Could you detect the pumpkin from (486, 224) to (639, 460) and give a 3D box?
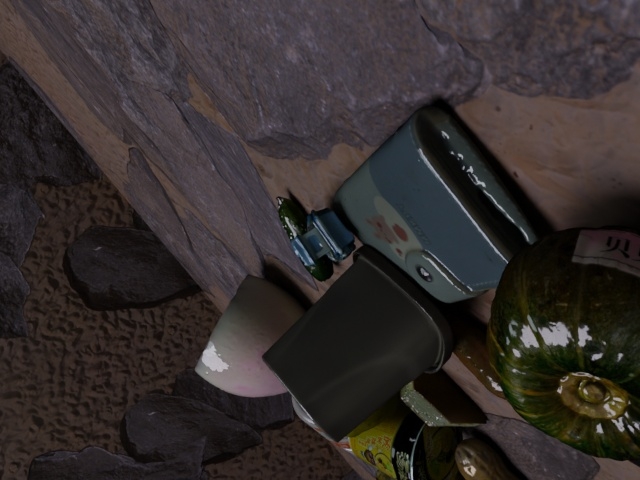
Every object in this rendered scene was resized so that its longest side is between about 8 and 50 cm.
[{"bbox_3d":[0.296,0.097,0.562,0.260,0.189,0.260,19,135,20],"label":"pumpkin"}]

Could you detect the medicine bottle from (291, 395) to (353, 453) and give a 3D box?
[{"bbox_3d":[0.078,0.507,1.662,0.211,0.211,0.371,30,163,40],"label":"medicine bottle"}]

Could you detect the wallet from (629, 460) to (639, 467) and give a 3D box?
[{"bbox_3d":[0.446,0.278,0.780,0.250,0.044,0.149,30,158,40],"label":"wallet"}]

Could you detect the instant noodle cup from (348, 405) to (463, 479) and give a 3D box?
[{"bbox_3d":[0.204,0.500,1.379,0.236,0.215,0.215,4,134,46],"label":"instant noodle cup"}]

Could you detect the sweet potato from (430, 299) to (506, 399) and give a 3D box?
[{"bbox_3d":[0.242,0.169,0.949,0.273,0.075,0.075,41,160,35],"label":"sweet potato"}]

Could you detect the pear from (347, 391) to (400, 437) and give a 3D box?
[{"bbox_3d":[0.060,0.307,1.326,0.253,0.253,0.307,115,139,-69],"label":"pear"}]

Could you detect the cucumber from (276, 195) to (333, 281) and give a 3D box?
[{"bbox_3d":[-0.035,-0.004,1.214,0.069,0.069,0.227,12,136,59],"label":"cucumber"}]

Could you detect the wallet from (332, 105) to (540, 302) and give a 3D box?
[{"bbox_3d":[0.142,-0.019,0.794,0.252,0.083,0.360,53,162,1],"label":"wallet"}]

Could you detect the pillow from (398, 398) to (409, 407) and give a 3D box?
[{"bbox_3d":[0.183,0.416,1.534,0.254,0.078,0.144,54,169,-16],"label":"pillow"}]

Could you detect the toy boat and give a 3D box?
[{"bbox_3d":[0.000,0.000,1.007,0.109,0.098,0.238,54,-179,-1],"label":"toy boat"}]

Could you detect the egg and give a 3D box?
[{"bbox_3d":[-0.161,0.323,1.702,0.340,0.354,0.354,29,160,-3],"label":"egg"}]

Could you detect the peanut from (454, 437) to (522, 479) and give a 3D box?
[{"bbox_3d":[0.418,0.571,1.310,0.263,0.101,0.117,46,-175,-1],"label":"peanut"}]

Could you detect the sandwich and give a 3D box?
[{"bbox_3d":[0.253,0.344,1.236,0.258,0.096,0.094,44,155,4],"label":"sandwich"}]

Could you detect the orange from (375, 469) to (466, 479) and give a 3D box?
[{"bbox_3d":[0.352,0.788,1.685,0.369,0.210,0.270,21,150,48],"label":"orange"}]

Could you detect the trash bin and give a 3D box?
[{"bbox_3d":[0.057,0.183,0.926,0.220,0.250,0.219,43,168,33],"label":"trash bin"}]
